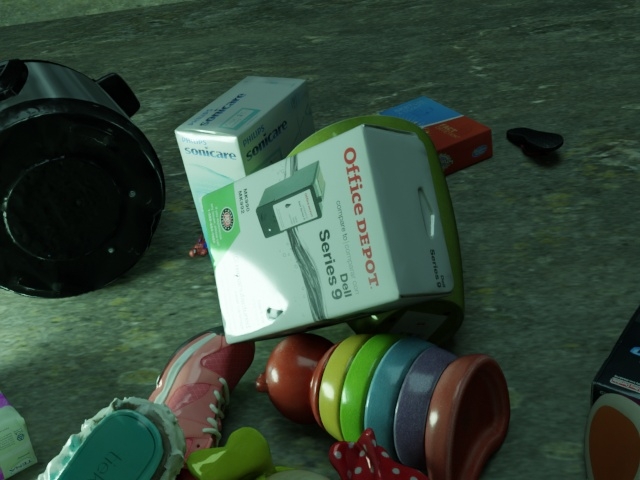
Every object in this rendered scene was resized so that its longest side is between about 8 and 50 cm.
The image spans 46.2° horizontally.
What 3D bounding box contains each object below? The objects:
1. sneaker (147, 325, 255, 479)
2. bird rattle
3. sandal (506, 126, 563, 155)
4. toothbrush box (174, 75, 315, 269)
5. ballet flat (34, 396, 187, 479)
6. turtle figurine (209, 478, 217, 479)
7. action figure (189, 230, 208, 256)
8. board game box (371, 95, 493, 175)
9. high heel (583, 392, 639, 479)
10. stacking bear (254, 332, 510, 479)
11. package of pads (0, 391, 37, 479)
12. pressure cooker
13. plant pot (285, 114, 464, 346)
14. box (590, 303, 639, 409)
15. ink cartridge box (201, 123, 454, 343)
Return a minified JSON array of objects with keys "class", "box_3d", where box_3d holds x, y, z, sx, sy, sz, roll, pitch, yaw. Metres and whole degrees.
[{"class":"sneaker","box_3d":[-0.167,0.242,0.956,0.136,0.116,0.314,25,53,28]},{"class":"bird rattle","box_3d":[-0.016,0.304,0.784,0.254,0.143,0.206,2,64,21]},{"class":"sandal","box_3d":[0.428,-0.193,1.498,0.067,0.040,0.179,-10,18,-9]},{"class":"toothbrush box","box_3d":[-0.101,-0.098,1.260,0.126,0.295,0.216,9,37,28]},{"class":"ballet flat","box_3d":[-0.283,0.340,0.778,0.409,0.147,0.147,-46,42,-10]},{"class":"turtle figurine","box_3d":[-0.016,0.340,0.670,0.270,0.087,0.217,15,79,28]},{"class":"action figure","box_3d":[-0.204,-0.004,1.395,0.038,0.030,0.115,16,43,28]},{"class":"board game box","box_3d":[0.150,-0.187,1.536,0.317,0.064,0.242,-23,35,-19]},{"class":"high heel","box_3d":[0.397,0.293,0.736,0.181,0.127,0.377,19,25,-12]},{"class":"stacking bear","box_3d":[0.058,0.188,0.916,0.289,0.164,0.175,8,37,34]},{"class":"package of pads","box_3d":[-0.553,0.256,1.011,0.229,0.101,0.297,-25,33,-33]},{"class":"pressure cooker","box_3d":[-0.512,-0.130,1.376,0.370,0.375,0.420,1,24,-30]},{"class":"plant pot","box_3d":[0.094,0.016,1.100,0.275,0.274,0.293,-15,51,-6]},{"class":"box","box_3d":[0.466,0.172,0.906,0.220,0.051,0.175,17,42,36]},{"class":"ink cartridge box","box_3d":[0.000,0.000,0.951,0.289,0.211,0.122,-20,-13,38]}]
